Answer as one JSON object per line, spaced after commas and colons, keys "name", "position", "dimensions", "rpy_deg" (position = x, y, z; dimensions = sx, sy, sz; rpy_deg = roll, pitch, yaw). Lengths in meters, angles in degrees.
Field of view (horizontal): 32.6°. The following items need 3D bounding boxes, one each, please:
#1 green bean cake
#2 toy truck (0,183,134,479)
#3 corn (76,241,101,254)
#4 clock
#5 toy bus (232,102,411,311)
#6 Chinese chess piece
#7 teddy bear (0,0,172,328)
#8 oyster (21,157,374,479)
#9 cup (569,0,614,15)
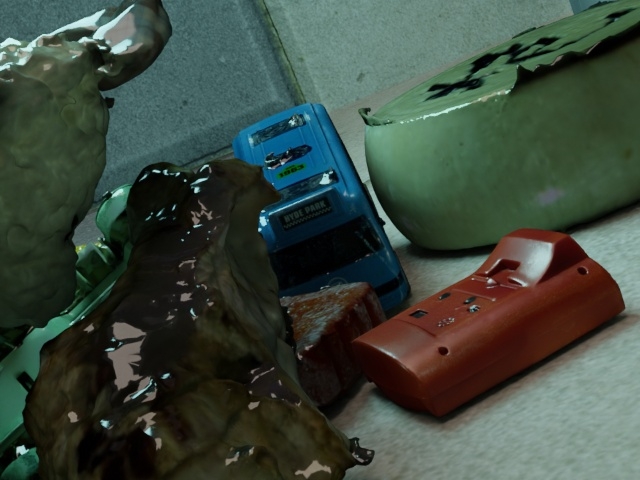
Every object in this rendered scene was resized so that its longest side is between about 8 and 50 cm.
{"name": "green bean cake", "position": [-0.028, 0.088, 0.811], "dimensions": [0.135, 0.056, 0.135], "rpy_deg": [-15, 17, 31]}
{"name": "toy truck", "position": [-0.173, 0.084, 0.842], "dimensions": [0.259, 0.128, 0.135], "rpy_deg": [-47, -22, -3]}
{"name": "corn", "position": [-0.237, 0.073, 1.082], "dimensions": [0.387, 0.144, 0.144], "rpy_deg": [-5, 22, 47]}
{"name": "clock", "position": [0.103, 0.052, 0.725], "dimensions": [0.155, 0.061, 0.113], "rpy_deg": [-29, 14, -16]}
{"name": "toy bus", "position": [-0.008, -0.023, 0.976], "dimensions": [0.113, 0.134, 0.246], "rpy_deg": [-22, 28, 2]}
{"name": "Chinese chess piece", "position": [0.211, -0.119, 1.048], "dimensions": [0.349, 0.146, 0.349], "rpy_deg": [-22, 12, 5]}
{"name": "teddy bear", "position": [-0.222, 0.057, 0.673], "dimensions": [0.362, 0.375, 0.327], "rpy_deg": [-18, 4, -29]}
{"name": "oyster", "position": [-0.067, 0.071, 0.641], "dimensions": [0.197, 0.133, 0.337], "rpy_deg": [-1, 40, 8]}
{"name": "cup", "position": [0.424, -0.361, 1.258], "dimensions": [0.323, 0.327, 0.237], "rpy_deg": [-13, 15, 43]}
